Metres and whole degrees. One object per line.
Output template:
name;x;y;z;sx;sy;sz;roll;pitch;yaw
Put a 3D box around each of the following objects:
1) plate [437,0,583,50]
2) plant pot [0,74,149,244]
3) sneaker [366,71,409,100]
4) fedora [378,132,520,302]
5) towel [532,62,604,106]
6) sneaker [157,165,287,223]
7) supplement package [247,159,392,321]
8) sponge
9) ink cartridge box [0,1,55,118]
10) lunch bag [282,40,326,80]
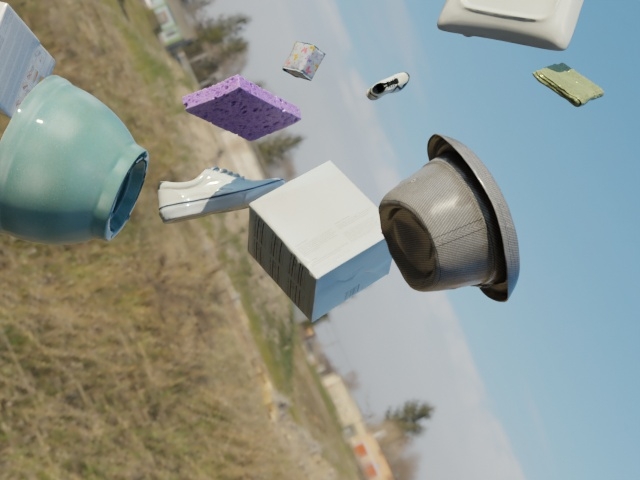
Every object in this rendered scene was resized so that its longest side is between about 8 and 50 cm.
plate;0.397;-0.526;2.008;0.278;0.277;0.045;16;-13;25
plant pot;-0.418;-0.112;1.738;0.196;0.293;0.293;23;-6;2
sneaker;0.157;-0.352;2.292;0.040;0.109;0.044;60;-8;2
fedora;0.156;-0.014;1.352;0.275;0.124;0.244;-150;-140;-74
towel;0.572;-0.361;2.325;0.148;0.110;0.027;40;-43;29
sneaker;-0.192;-0.102;1.963;0.094;0.258;0.091;150;-72;-77
supplement package;0.000;0.000;1.864;0.203;0.194;0.149;47;-28;26
sponge;-0.136;-0.233;1.790;0.210;0.117;0.031;19;56;-59
ink cartridge box;-0.625;-0.342;2.016;0.225;0.056;0.181;64;39;-68
lunch bag;-0.039;-0.385;2.149;0.083;0.071;0.053;23;-6;46
